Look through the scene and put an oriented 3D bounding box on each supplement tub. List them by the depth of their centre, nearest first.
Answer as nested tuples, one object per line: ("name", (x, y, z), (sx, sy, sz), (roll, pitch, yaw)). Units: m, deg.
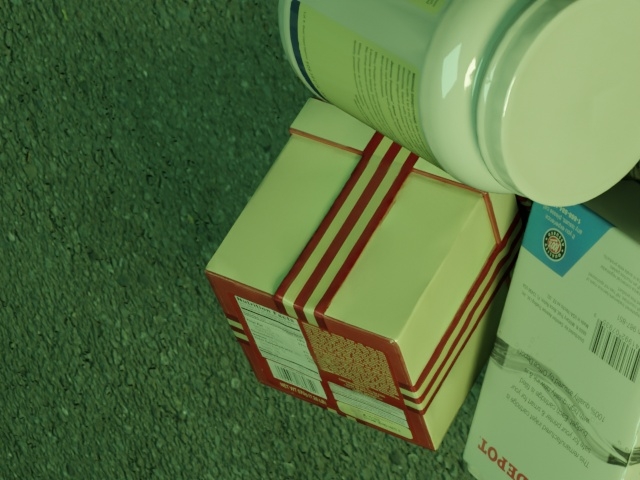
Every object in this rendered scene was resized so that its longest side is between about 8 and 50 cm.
("supplement tub", (0.137, -0.182, 1.788), (0.325, 0.235, 0.235), (35, 132, 46))

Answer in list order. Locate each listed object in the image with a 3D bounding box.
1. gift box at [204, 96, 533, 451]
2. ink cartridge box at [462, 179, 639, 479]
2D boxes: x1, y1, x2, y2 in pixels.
("gift box", (0.058, 0.028, 1.974), (0.255, 0.258, 0.276), (22, 155, 22))
("ink cartridge box", (0.274, 0.124, 1.845), (0.223, 0.129, 0.307), (40, 123, 50))
